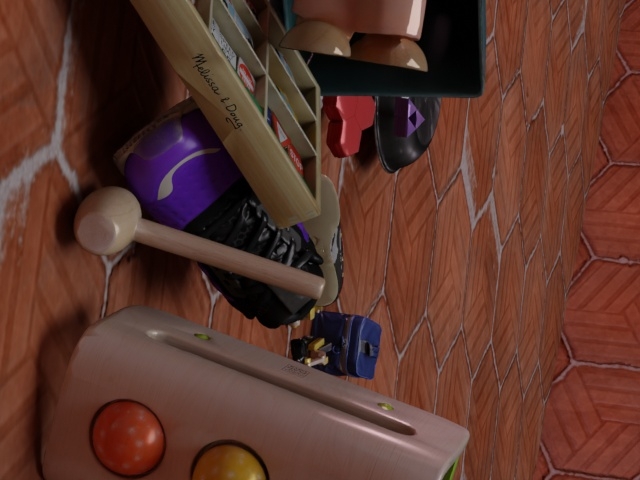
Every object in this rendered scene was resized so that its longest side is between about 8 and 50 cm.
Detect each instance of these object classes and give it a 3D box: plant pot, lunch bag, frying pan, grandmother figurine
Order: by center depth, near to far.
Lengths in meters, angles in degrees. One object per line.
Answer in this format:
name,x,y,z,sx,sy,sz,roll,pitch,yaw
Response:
grandmother figurine,0.061,-0.304,1.452,0.208,0.104,0.342,5,96,-37
plant pot,0.069,-0.249,1.666,0.234,0.166,0.165,-72,161,-58
lunch bag,0.030,0.111,2.050,0.098,0.065,0.067,27,69,-74
frying pan,0.096,-0.229,2.133,0.197,0.053,0.326,-56,149,-57

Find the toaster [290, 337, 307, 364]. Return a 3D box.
toaster,-0.050,0.212,1.691,0.146,0.129,0.227,84,17,-48

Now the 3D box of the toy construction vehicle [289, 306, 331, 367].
toy construction vehicle,-0.005,0.086,1.971,0.098,0.035,0.086,-28,122,-72

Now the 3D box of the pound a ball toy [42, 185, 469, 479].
pound a ball toy,-0.060,0.112,1.350,0.136,0.319,0.208,-33,142,-70

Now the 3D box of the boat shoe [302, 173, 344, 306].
boat shoe,-0.002,0.000,1.928,0.042,0.049,0.133,9,78,-85

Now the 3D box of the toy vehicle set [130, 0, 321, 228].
toy vehicle set,-0.073,-0.155,1.410,0.267,0.035,0.166,57,20,-36

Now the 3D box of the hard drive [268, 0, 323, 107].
hard drive,-0.045,-0.270,1.662,0.339,0.064,0.237,55,43,-66

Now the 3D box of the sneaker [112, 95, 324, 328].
sneaker,-0.058,-0.009,1.499,0.146,0.102,0.293,54,1,22

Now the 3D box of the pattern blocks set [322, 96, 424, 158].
pattern blocks set,0.073,-0.265,2.005,0.285,0.026,0.325,-24,114,-55

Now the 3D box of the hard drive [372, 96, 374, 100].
hard drive,0.075,-0.184,2.191,0.135,0.022,0.094,48,49,-70
